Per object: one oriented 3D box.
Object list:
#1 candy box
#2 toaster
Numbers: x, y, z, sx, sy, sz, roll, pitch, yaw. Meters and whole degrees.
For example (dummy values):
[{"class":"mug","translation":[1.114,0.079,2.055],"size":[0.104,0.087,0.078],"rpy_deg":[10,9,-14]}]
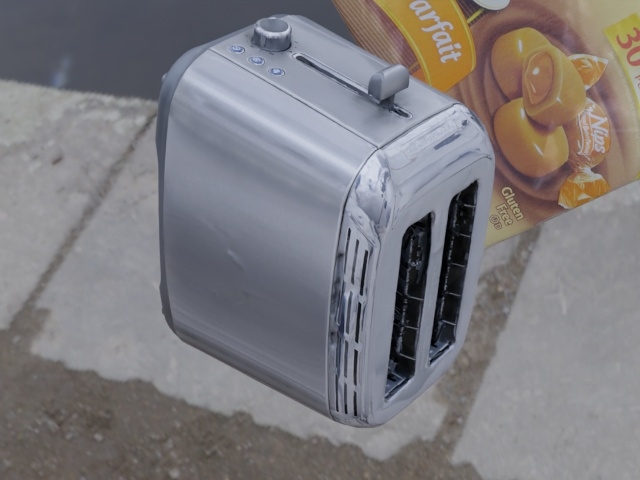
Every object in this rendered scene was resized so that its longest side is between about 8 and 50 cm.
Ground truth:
[{"class":"candy box","translation":[0.113,-0.172,0.776],"size":[0.183,0.316,0.087],"rpy_deg":[-26,10,25]},{"class":"toaster","translation":[0.000,0.000,0.628],"size":[0.146,0.227,0.129],"rpy_deg":[28,39,30]}]
